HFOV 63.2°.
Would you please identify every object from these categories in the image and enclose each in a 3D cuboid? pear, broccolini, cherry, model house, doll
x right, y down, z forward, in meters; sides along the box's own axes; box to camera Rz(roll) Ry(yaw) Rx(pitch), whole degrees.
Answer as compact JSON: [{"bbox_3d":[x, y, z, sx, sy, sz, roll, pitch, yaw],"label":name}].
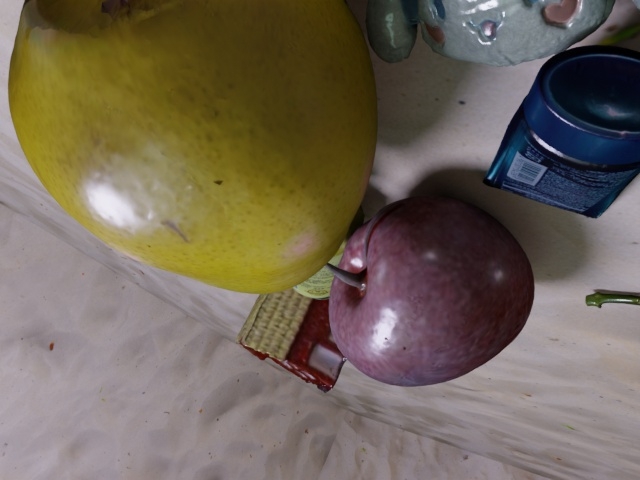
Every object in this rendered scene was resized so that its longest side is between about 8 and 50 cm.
[{"bbox_3d":[-0.086,-0.078,0.437,0.284,0.285,0.337,8,124,39],"label":"pear"},{"bbox_3d":[0.395,0.073,0.585,0.052,0.054,0.194,14,166,-22],"label":"broccolini"},{"bbox_3d":[0.118,0.063,0.614,0.285,0.213,0.236,15,156,-28],"label":"cherry"},{"bbox_3d":[-0.063,0.196,1.184,0.253,0.196,0.160,33,160,-13],"label":"model house"},{"bbox_3d":[0.114,-0.161,0.330,0.213,0.072,0.104,10,145,40],"label":"doll"}]

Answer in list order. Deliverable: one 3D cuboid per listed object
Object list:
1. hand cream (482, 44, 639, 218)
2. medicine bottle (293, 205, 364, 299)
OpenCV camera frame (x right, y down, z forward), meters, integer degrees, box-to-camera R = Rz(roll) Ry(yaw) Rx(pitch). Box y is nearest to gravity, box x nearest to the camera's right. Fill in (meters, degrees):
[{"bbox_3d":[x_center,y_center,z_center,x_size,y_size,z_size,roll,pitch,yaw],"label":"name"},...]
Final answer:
[{"bbox_3d":[0.199,-0.062,0.425,0.120,0.061,0.270,19,174,16],"label":"hand cream"},{"bbox_3d":[0.000,0.000,0.768,0.124,0.124,0.239,23,158,9],"label":"medicine bottle"}]
